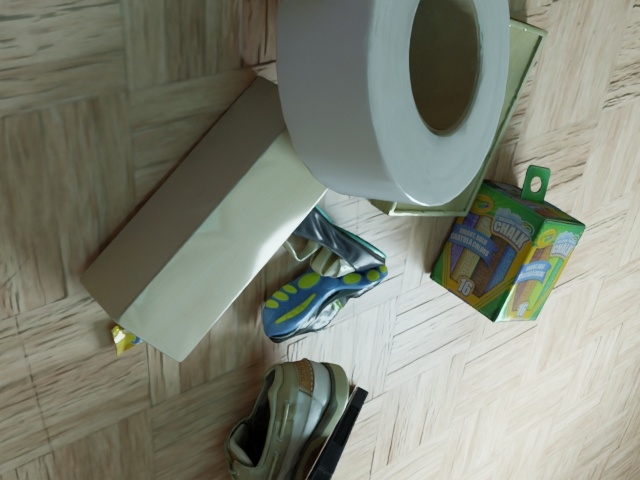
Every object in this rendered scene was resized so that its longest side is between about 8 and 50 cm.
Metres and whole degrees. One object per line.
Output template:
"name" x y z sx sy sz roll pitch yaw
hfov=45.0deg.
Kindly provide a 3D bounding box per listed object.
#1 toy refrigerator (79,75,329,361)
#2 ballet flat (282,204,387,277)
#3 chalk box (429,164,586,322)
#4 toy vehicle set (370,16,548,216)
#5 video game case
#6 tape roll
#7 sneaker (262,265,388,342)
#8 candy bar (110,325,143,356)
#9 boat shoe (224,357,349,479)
"toy refrigerator" -0.102 -0.024 0.768 0.269 0.094 0.102 -50 139 -6
"ballet flat" 0.000 0.000 0.903 0.074 0.074 0.203 -53 135 1
"chalk box" 0.281 -0.005 1.117 0.132 0.132 0.213 4 116 -46
"toy vehicle set" 0.175 -0.155 0.977 0.166 0.035 0.267 0 119 -44
"video game case" -0.006 0.333 1.069 0.196 0.026 0.274 -64 174 15
"tape roll" 0.082 -0.179 0.745 0.286 0.100 0.286 -16 111 -52
"sneaker" 0.003 0.067 0.973 0.188 0.067 0.078 -30 157 -26
"candy bar" -0.156 0.074 0.850 0.161 0.018 0.040 -27 135 -25
"boat shoe" -0.076 0.279 1.026 0.103 0.113 0.302 16 110 -27
